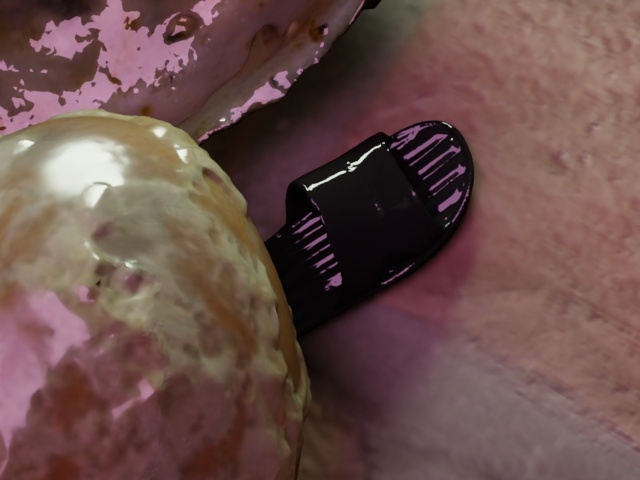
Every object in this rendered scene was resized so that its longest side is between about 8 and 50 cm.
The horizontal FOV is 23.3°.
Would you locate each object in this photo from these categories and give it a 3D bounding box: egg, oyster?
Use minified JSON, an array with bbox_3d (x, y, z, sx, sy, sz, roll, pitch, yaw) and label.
[{"bbox_3d":[-0.104,0.068,0.638,0.203,0.203,0.245,9,87,22],"label":"egg"},{"bbox_3d":[-0.109,-0.131,0.752,0.361,0.096,0.221,-40,91,7],"label":"oyster"}]

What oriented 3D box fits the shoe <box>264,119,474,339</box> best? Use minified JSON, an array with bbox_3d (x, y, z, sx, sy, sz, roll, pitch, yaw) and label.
[{"bbox_3d":[0.000,0.000,0.708,0.159,0.053,0.062,-37,60,7],"label":"shoe"}]
